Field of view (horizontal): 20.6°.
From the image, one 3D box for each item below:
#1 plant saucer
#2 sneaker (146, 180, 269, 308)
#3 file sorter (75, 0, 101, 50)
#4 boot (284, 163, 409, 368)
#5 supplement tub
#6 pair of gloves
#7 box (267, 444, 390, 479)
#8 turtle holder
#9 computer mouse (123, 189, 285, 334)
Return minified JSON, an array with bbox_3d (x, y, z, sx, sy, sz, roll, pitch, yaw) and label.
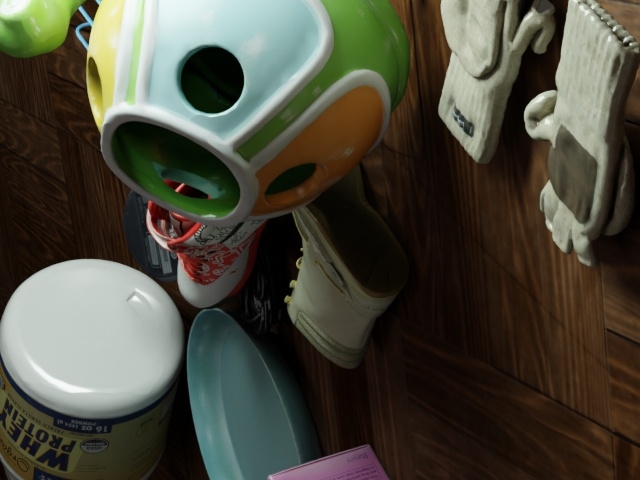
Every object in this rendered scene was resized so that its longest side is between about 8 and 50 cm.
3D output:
[{"bbox_3d":[-0.068,0.224,1.968,0.317,0.044,0.317,43,141,50],"label":"plant saucer"},{"bbox_3d":[-0.122,-0.011,1.742,0.090,0.145,0.270,59,138,19],"label":"sneaker"},{"bbox_3d":[-0.203,-0.281,1.894,0.118,0.104,0.170,52,148,44],"label":"file sorter"},{"bbox_3d":[0.000,0.000,1.640,0.213,0.077,0.165,61,155,24],"label":"boot"},{"bbox_3d":[-0.299,0.198,2.238,0.228,0.228,0.316,61,153,30],"label":"supplement tub"},{"bbox_3d":[0.159,-0.113,1.259,0.240,0.042,0.204,-128,29,-46],"label":"pair of gloves"},{"bbox_3d":[0.034,0.368,1.727,0.243,0.117,0.213,58,151,34],"label":"box"},{"bbox_3d":[-0.093,-0.156,1.430,0.320,0.227,0.243,39,147,-15],"label":"turtle holder"},{"bbox_3d":[-0.118,-0.007,1.923,0.272,0.072,0.188,9,110,52],"label":"computer mouse"}]
